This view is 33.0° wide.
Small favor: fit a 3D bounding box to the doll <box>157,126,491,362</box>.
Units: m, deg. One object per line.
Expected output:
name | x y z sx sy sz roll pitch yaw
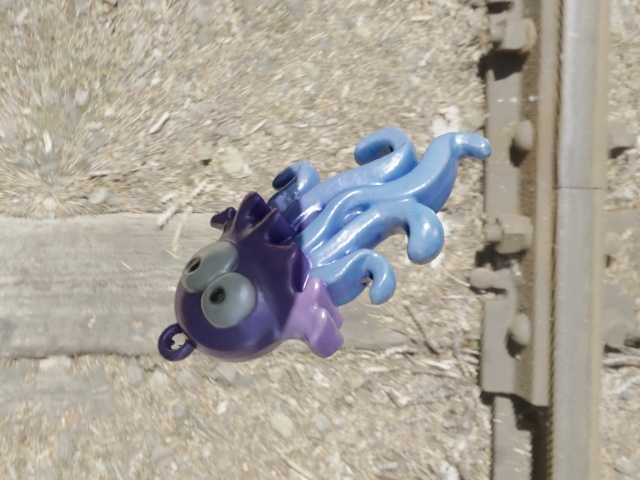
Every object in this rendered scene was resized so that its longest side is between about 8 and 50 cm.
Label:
doll | 0.000 0.000 0.569 0.206 0.110 0.067 -35 142 -6
